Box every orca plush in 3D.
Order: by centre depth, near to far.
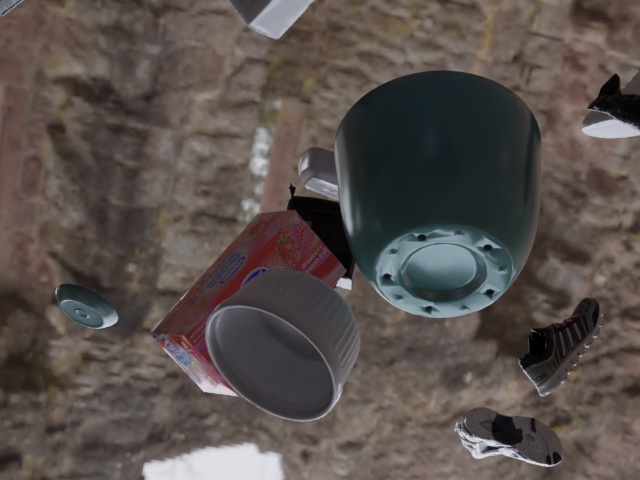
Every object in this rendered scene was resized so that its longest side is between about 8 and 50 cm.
[{"bbox_3d":[0.540,-0.188,1.757,0.151,0.102,0.287,-12,-143,-40],"label":"orca plush"}]

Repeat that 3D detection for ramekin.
[{"bbox_3d":[-0.044,0.134,1.653,0.207,0.207,0.109,20,-134,20],"label":"ramekin"}]

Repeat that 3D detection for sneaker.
[{"bbox_3d":[0.339,0.136,1.723,0.075,0.170,0.063,41,158,-6],"label":"sneaker"},{"bbox_3d":[0.668,-0.319,2.485,0.292,0.169,0.108,-16,156,42],"label":"sneaker"},{"bbox_3d":[0.396,0.430,2.615,0.235,0.094,0.153,14,163,-13],"label":"sneaker"}]

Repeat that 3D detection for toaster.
[{"bbox_3d":[0.000,0.000,2.469,0.168,0.186,0.110,11,160,5],"label":"toaster"}]

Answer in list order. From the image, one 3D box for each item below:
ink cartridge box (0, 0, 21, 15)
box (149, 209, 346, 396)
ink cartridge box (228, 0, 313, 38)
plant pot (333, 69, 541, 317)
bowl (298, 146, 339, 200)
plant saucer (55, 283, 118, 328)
[{"bbox_3d":[-0.461,-0.418,1.682,0.175,0.127,0.072,47,-143,-25],"label":"ink cartridge box"},{"bbox_3d":[-0.121,0.103,2.052,0.300,0.154,0.142,-48,-160,-24],"label":"box"},{"bbox_3d":[-0.095,-0.446,1.856,0.219,0.160,0.092,54,-161,23],"label":"ink cartridge box"},{"bbox_3d":[0.160,-0.040,1.628,0.293,0.293,0.235,10,-133,-8],"label":"plant pot"},{"bbox_3d":[0.027,-0.113,2.181,0.142,0.053,0.142,22,167,-9],"label":"bowl"},{"bbox_3d":[-0.409,0.119,2.096,0.119,0.119,0.021,17,-123,13],"label":"plant saucer"}]
